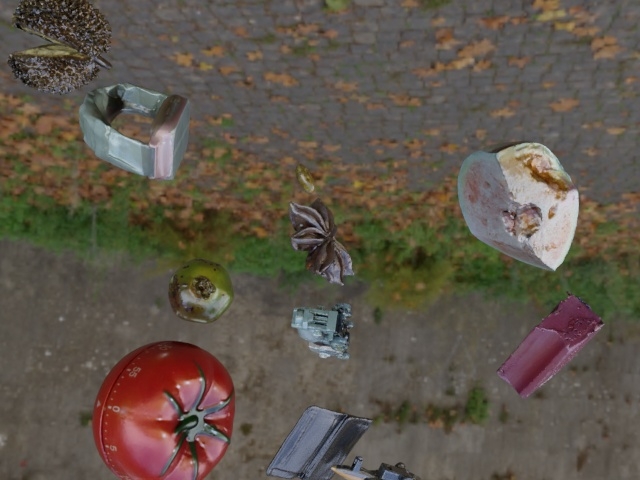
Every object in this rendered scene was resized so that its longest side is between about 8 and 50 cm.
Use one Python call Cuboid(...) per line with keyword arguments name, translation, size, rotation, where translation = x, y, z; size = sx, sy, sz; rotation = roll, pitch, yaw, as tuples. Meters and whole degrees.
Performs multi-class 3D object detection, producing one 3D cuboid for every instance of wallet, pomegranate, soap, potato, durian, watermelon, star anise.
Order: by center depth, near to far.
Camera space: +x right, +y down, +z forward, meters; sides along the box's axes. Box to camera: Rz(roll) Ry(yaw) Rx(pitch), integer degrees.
Cuboid(name="durian", translation=(-0.465, -0.351, 1.375), size=(0.196, 0.196, 0.167), rotation=(1, -148, 16))
Cuboid(name="soap", translation=(0.480, 0.209, 1.576), size=(0.162, 0.099, 0.250), rotation=(-26, 153, -34))
Cuboid(name="watermelon", translation=(0.421, -0.100, 1.629), size=(0.175, 0.322, 0.188), rotation=(-33, -149, -20))
Cuboid(name="star anise", translation=(-0.007, 0.004, 1.667), size=(0.073, 0.212, 0.197), rotation=(-26, 164, 29))
Cuboid(name="wallet", translation=(-0.002, 0.586, 2.158), size=(0.323, 0.247, 0.041), rotation=(28, -170, -48))
Cuboid(name="potato", translation=(-0.047, -0.180, 2.191), size=(0.045, 0.092, 0.046), rotation=(-28, 172, 31))
Cuboid(name="pomegranate", translation=(-0.341, 0.155, 2.230), size=(0.198, 0.198, 0.246), rotation=(9, -177, -34))

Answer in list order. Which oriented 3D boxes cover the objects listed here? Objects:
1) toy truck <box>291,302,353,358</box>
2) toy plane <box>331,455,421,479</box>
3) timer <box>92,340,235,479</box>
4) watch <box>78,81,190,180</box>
Cuboid(name="toy truck", translation=(0.008, 0.231, 1.965), size=(0.140, 0.108, 0.257), rotation=(5, 161, 7))
Cuboid(name="toy plane", translation=(0.182, 0.700, 2.252), size=(0.316, 0.103, 0.204), rotation=(28, -174, -16))
Cuboid(name="timer", translation=(-0.400, 0.447, 1.961), size=(0.279, 0.378, 0.378), rotation=(6, 176, 40))
Cuboid(name="watch", translation=(-0.430, -0.264, 1.736), size=(0.241, 0.253, 0.162), rotation=(12, 128, -3))
